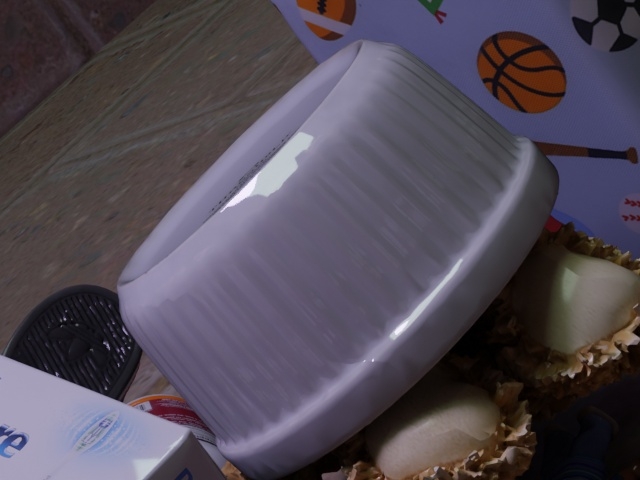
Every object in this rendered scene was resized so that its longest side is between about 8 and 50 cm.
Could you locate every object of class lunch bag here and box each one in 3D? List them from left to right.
[{"bbox_3d":[0.167,-0.182,1.045,0.239,0.328,0.385,-16,28,46],"label":"lunch bag"}]

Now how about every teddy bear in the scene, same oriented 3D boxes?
[{"bbox_3d":[0.059,0.080,0.862,0.245,0.113,0.338,-48,10,-30],"label":"teddy bear"}]

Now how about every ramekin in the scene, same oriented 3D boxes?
[{"bbox_3d":[0.000,0.000,0.794,0.207,0.109,0.207,-43,10,10],"label":"ramekin"}]

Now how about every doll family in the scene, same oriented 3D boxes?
[{"bbox_3d":[0.161,0.093,0.756,0.193,0.076,0.111,-45,11,28],"label":"doll family"}]

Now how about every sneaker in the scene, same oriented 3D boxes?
[{"bbox_3d":[-0.235,0.177,1.163,0.295,0.124,0.178,-51,-9,-31],"label":"sneaker"}]

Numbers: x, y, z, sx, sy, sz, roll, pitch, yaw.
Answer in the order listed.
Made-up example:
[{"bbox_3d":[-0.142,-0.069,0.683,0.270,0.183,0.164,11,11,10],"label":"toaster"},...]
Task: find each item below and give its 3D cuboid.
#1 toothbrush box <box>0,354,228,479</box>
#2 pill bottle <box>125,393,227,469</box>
[{"bbox_3d":[-0.182,0.199,0.733,0.295,0.126,0.216,-43,31,-23],"label":"toothbrush box"},{"bbox_3d":[-0.092,0.156,1.062,0.086,0.086,0.152,-38,18,-3],"label":"pill bottle"}]
